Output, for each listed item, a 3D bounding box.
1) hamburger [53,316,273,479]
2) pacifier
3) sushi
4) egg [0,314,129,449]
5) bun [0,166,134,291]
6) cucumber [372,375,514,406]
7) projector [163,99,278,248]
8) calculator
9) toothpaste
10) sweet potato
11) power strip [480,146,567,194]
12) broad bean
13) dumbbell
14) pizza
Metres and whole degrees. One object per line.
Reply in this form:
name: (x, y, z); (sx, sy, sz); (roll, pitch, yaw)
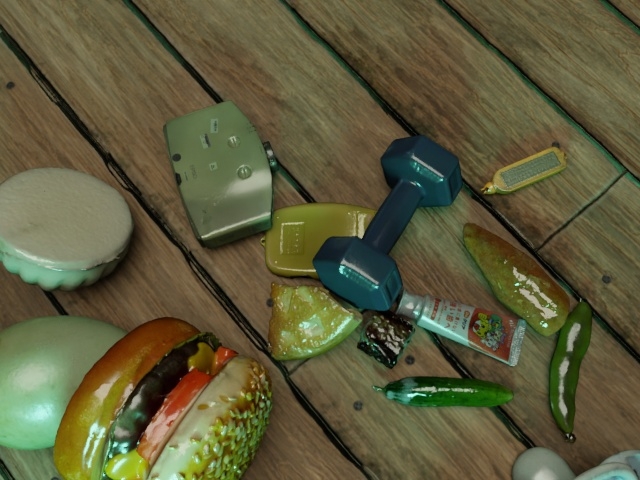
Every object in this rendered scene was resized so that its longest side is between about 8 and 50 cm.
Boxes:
hamburger: (-0.228, 0.299, 1.149); (0.250, 0.330, 0.330); (28, 77, 19)
pacifier: (0.400, 0.409, 1.170); (0.279, 0.227, 0.207); (-34, 34, -7)
sushi: (0.113, 0.176, 1.281); (0.084, 0.094, 0.098); (34, 60, 12)
egg: (-0.451, 0.235, 1.239); (0.295, 0.218, 0.218); (-15, 72, -9)
bun: (-0.491, 0.006, 1.350); (0.263, 0.175, 0.263); (16, 42, -15)
cucumber: (0.216, 0.266, 1.269); (0.250, 0.056, 0.056); (0, 73, 3)
projector: (-0.180, -0.132, 1.396); (0.193, 0.088, 0.270); (-19, 70, -3)
calculator: (0.000, 0.000, 1.377); (0.236, 0.033, 0.157); (-1, 73, 6)
toothpaste: (0.253, 0.149, 1.309); (0.234, 0.057, 0.089); (19, 71, 1)
sweet potato: (0.346, 0.065, 1.311); (0.097, 0.097, 0.252); (-38, 69, -8)
power strip: (0.390, -0.128, 1.393); (0.178, 0.028, 0.049); (-23, 73, -4)
broad bean: (0.437, 0.222, 1.272); (0.065, 0.046, 0.255); (14, 75, 1)
dumbbell: (0.126, -0.034, 1.295); (0.160, 0.144, 0.325); (33, 69, 0)
pizza: (-0.034, 0.136, 1.297); (0.182, 0.062, 0.161); (-42, 86, 21)
